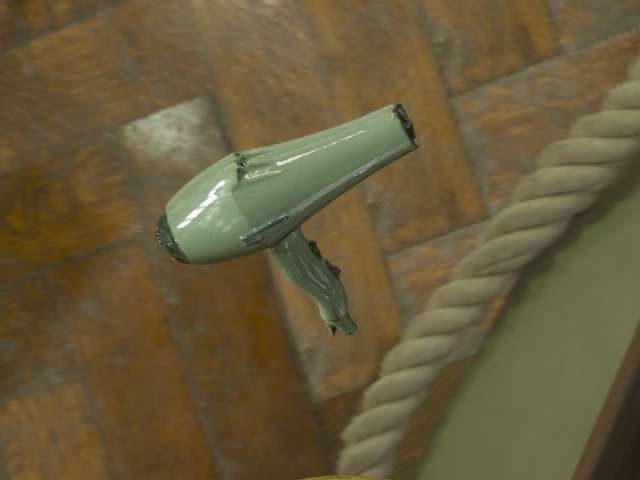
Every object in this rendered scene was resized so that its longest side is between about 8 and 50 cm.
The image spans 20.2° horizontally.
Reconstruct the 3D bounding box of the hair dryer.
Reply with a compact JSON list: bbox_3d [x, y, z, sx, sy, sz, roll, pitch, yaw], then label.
[{"bbox_3d":[0.011,-0.023,1.475,0.219,0.225,0.088,-41,37,29],"label":"hair dryer"}]

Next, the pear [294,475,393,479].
[{"bbox_3d":[0.033,0.253,0.829,0.336,0.285,0.285,18,99,39],"label":"pear"}]
